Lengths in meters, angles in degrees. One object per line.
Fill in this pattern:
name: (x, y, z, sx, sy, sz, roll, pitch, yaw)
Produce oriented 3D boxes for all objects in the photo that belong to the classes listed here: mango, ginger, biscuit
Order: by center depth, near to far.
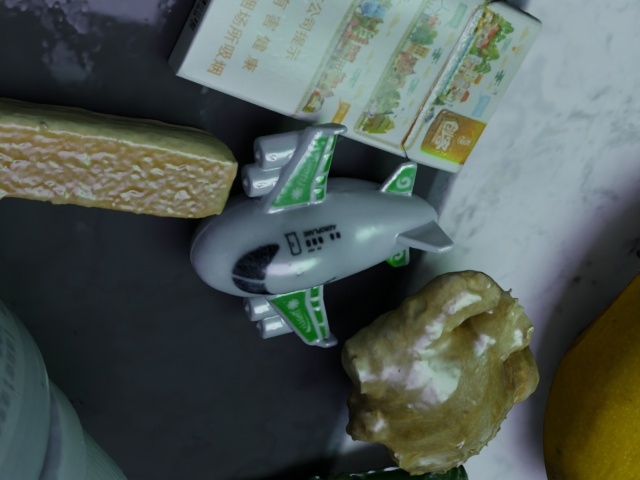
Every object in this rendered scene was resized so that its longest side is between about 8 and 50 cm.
biscuit: (-0.145, -0.053, 0.624, 0.188, 0.056, 0.052, 8, 114, -27)
ginger: (0.092, 0.107, 0.800, 0.157, 0.102, 0.216, -44, 141, -5)
mango: (0.285, 0.118, 0.854, 0.187, 0.144, 0.359, 4, 130, -5)

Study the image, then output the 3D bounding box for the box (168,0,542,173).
box: (0.027, -0.125, 0.670, 0.220, 0.032, 0.122, 15, 113, -31)

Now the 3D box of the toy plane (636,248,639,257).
toy plane: (0.300, -0.007, 0.869, 0.078, 0.031, 0.083, -11, 127, -2)

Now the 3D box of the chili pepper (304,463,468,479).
chili pepper: (0.012, 0.264, 0.852, 0.264, 0.116, 0.148, -9, 132, -18)

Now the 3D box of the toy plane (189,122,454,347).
toy plane: (-0.001, -0.002, 0.705, 0.174, 0.080, 0.174, -11, 126, -16)

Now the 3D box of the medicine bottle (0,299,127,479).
medicine bottle: (-0.258, 0.121, 0.563, 0.245, 0.245, 0.306, -33, 133, -2)
